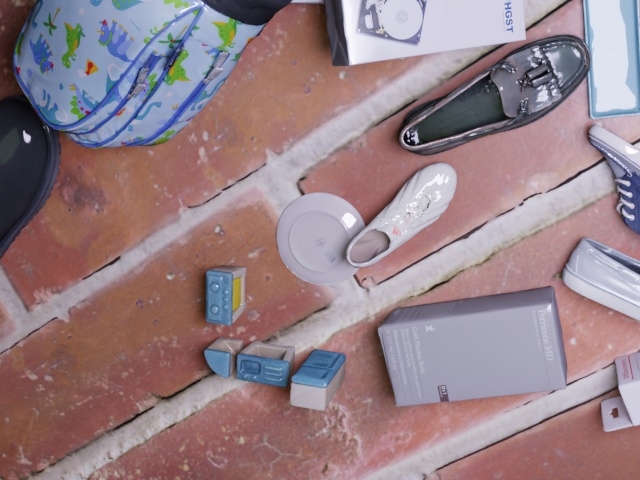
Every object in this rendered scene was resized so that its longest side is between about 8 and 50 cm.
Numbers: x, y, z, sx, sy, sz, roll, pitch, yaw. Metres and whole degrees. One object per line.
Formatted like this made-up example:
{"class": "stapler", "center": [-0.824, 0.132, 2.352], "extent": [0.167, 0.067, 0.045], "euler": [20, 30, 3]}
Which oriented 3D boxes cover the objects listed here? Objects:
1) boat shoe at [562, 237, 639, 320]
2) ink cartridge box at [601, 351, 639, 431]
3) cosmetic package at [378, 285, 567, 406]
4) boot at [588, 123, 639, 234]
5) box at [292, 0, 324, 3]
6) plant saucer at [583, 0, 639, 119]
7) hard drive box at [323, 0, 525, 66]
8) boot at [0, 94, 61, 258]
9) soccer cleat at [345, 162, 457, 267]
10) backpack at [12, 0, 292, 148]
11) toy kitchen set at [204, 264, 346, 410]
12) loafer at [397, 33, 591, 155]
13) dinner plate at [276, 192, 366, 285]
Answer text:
{"class": "boat shoe", "center": [0.435, 0.060, 1.128], "extent": [0.227, 0.079, 0.081], "euler": [22, 113, 13]}
{"class": "ink cartridge box", "center": [0.452, 0.185, 1.141], "extent": [0.180, 0.104, 0.060], "euler": [-19, 98, 19]}
{"class": "cosmetic package", "center": [0.216, 0.148, 1.201], "extent": [0.237, 0.107, 0.127], "euler": [-11, 97, 21]}
{"class": "boot", "center": [0.405, -0.064, 1.110], "extent": [0.190, 0.069, 0.086], "euler": [37, 106, 3]}
{"class": "box", "center": [0.005, -0.364, 1.138], "extent": [0.101, 0.087, 0.102], "euler": [3, 103, 14]}
{"class": "plant saucer", "center": [0.372, -0.254, 1.101], "extent": [0.067, 0.018, 0.192], "euler": [-4, 103, 16]}
{"class": "hard drive box", "center": [0.122, -0.320, 1.064], "extent": [0.232, 0.089, 0.181], "euler": [-11, 103, -12]}
{"class": "boot", "center": [-0.572, -0.015, 1.196], "extent": [0.146, 0.445, 0.367], "euler": [33, 110, 6]}
{"class": "soccer cleat", "center": [0.113, -0.029, 1.194], "extent": [0.196, 0.076, 0.068], "euler": [-43, 89, 15]}
{"class": "backpack", "center": [-0.243, -0.283, 1.146], "extent": [0.290, 0.273, 0.355], "euler": [54, 138, 13]}
{"class": "toy kitchen set", "center": [-0.073, 0.135, 1.267], "extent": [0.207, 0.122, 0.166], "euler": [7, 105, 14]}
{"class": "loafer", "center": [0.222, -0.178, 1.120], "extent": [0.267, 0.084, 0.096], "euler": [-26, 94, 23]}
{"class": "dinner plate", "center": [0.000, 0.000, 1.270], "extent": [0.141, 0.017, 0.141], "euler": [4, 106, 14]}
